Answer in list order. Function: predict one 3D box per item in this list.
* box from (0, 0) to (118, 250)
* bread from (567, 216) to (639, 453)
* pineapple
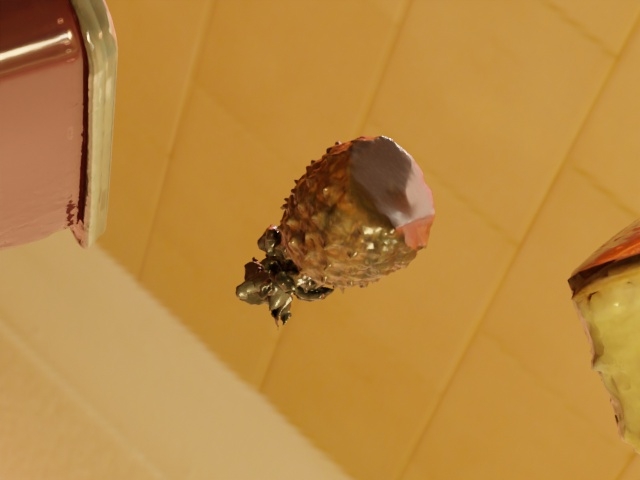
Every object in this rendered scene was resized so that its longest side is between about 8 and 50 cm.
[{"bbox_3d":[-0.219,-0.099,1.005,0.168,0.294,0.193,-18,-108,-15],"label":"box"},{"bbox_3d":[0.348,0.022,1.173,0.333,0.324,0.143,-22,-80,-68],"label":"bread"},{"bbox_3d":[0.000,0.000,1.418,0.108,0.198,0.108,17,-123,-28],"label":"pineapple"}]
